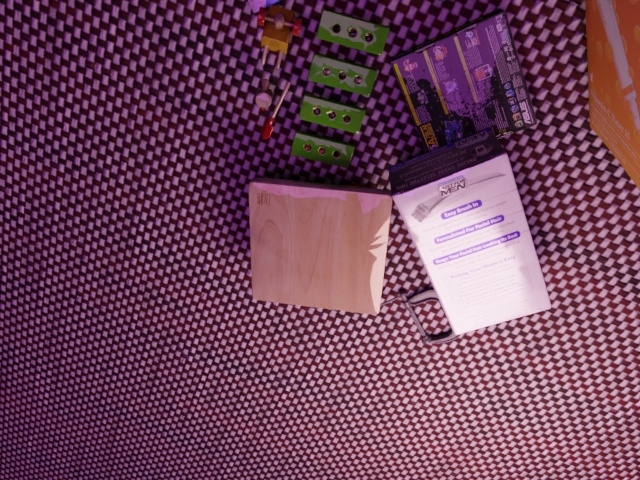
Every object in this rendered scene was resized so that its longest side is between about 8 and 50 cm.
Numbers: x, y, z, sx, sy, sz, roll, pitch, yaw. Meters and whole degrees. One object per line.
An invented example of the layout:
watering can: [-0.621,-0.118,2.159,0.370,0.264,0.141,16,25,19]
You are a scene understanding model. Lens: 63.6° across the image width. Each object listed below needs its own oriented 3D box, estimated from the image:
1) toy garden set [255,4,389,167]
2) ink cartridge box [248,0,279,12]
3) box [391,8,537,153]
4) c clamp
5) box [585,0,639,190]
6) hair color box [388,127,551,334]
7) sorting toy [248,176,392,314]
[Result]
toy garden set: [-0.018,-0.262,0.867,0.203,0.049,0.245,13,122,-6]
ink cartridge box: [-0.100,-0.411,0.814,0.048,0.028,0.083,-17,115,18]
box: [0.233,-0.243,0.840,0.184,0.045,0.191,-19,115,22]
c clamp: [0.220,0.162,1.087,0.137,0.022,0.161,-30,109,18]
box: [0.456,-0.261,0.647,0.168,0.215,0.346,-15,128,14]
hair color box: [0.266,-0.002,0.907,0.185,0.110,0.339,-20,123,16]
sorting toy: [0.000,0.000,0.994,0.255,0.089,0.257,6,120,7]
